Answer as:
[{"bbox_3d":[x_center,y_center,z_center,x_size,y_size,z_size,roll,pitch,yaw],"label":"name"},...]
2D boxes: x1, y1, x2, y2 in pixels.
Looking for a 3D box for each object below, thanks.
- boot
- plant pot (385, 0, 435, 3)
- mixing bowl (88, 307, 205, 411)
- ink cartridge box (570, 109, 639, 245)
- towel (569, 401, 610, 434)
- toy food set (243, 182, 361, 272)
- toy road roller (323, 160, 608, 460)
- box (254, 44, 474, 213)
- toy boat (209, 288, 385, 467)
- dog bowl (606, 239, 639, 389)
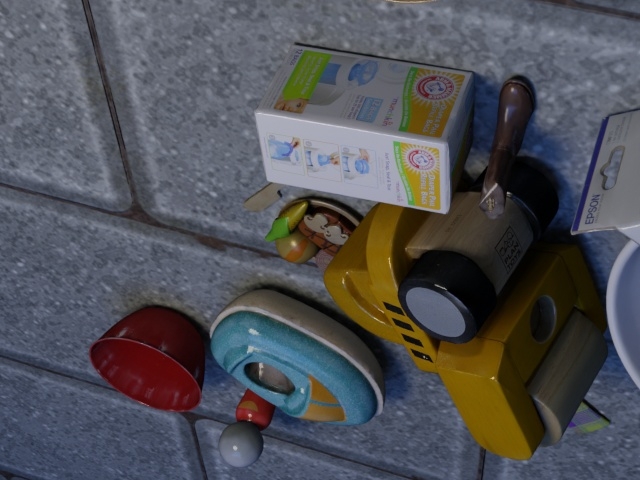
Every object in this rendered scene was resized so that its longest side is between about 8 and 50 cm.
[{"bbox_3d":[0.183,-0.089,1.193,0.037,0.114,0.106,12,142,16],"label":"boot"},{"bbox_3d":[0.060,-0.314,1.053,0.236,0.032,0.236,15,143,12],"label":"plant pot"},{"bbox_3d":[-0.242,0.165,1.775,0.181,0.098,0.181,16,143,13],"label":"mixing bowl"},{"bbox_3d":[0.396,-0.072,1.050,0.332,0.165,0.065,-10,133,39],"label":"ink cartridge box"},{"bbox_3d":[0.340,0.230,1.595,0.083,0.009,0.060,37,142,-18],"label":"towel"},{"bbox_3d":[0.000,0.000,1.477,0.192,0.038,0.132,36,143,-16],"label":"toy food set"},{"bbox_3d":[0.158,0.069,1.349,0.240,0.202,0.329,5,136,44],"label":"toy road roller"},{"bbox_3d":[0.050,-0.117,1.236,0.203,0.114,0.103,12,141,17],"label":"box"},{"bbox_3d":[-0.056,0.213,1.686,0.267,0.148,0.318,29,144,-6],"label":"toy boat"},{"bbox_3d":[0.425,0.077,1.182,0.265,0.104,0.265,29,134,35],"label":"dog bowl"}]
